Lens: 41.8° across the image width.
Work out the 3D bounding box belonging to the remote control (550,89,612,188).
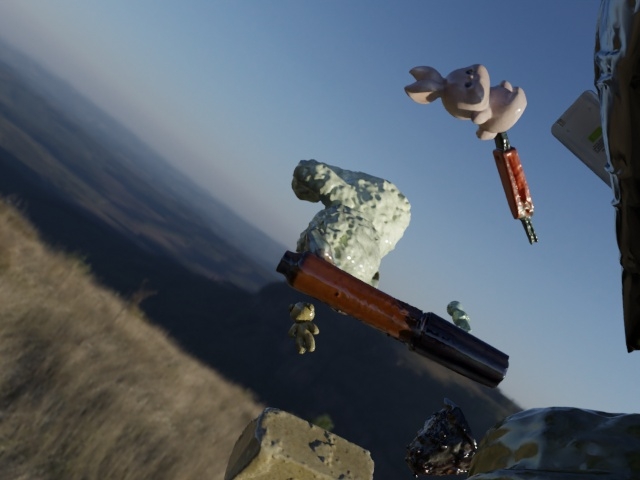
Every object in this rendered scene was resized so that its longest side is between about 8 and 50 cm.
[{"bbox_3d":[0.507,-0.138,1.401,0.250,0.103,0.034,46,20,18],"label":"remote control"}]

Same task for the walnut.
[{"bbox_3d":[0.252,0.299,0.793,0.277,0.281,0.253,-2,-18,33],"label":"walnut"}]

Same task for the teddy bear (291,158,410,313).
[{"bbox_3d":[0.000,0.000,1.715,0.375,0.362,0.327,5,-57,44],"label":"teddy bear"}]

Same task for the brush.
[{"bbox_3d":[0.493,-0.135,2.128,0.323,0.051,0.070,68,-12,-13],"label":"brush"}]

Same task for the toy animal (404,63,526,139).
[{"bbox_3d":[0.266,-0.273,1.540,0.213,0.124,0.124,20,2,-18],"label":"toy animal"}]

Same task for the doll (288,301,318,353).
[{"bbox_3d":[-0.035,0.165,1.596,0.062,0.093,0.051,-12,-39,19],"label":"doll"}]

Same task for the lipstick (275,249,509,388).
[{"bbox_3d":[0.120,0.127,1.406,0.419,0.077,0.077,27,-4,0],"label":"lipstick"}]

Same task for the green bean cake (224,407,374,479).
[{"bbox_3d":[-0.027,0.308,1.119,0.179,0.109,0.085,27,33,-9],"label":"green bean cake"}]

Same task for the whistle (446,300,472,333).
[{"bbox_3d":[0.285,0.157,1.714,0.035,0.035,0.100,40,16,-35],"label":"whistle"}]

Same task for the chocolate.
[{"bbox_3d":[0.232,0.418,1.691,0.156,0.133,0.156,161,-90,-76],"label":"chocolate"}]

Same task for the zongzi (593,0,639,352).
[{"bbox_3d":[0.344,-0.151,0.729,0.383,0.319,0.362,59,24,-17],"label":"zongzi"}]
